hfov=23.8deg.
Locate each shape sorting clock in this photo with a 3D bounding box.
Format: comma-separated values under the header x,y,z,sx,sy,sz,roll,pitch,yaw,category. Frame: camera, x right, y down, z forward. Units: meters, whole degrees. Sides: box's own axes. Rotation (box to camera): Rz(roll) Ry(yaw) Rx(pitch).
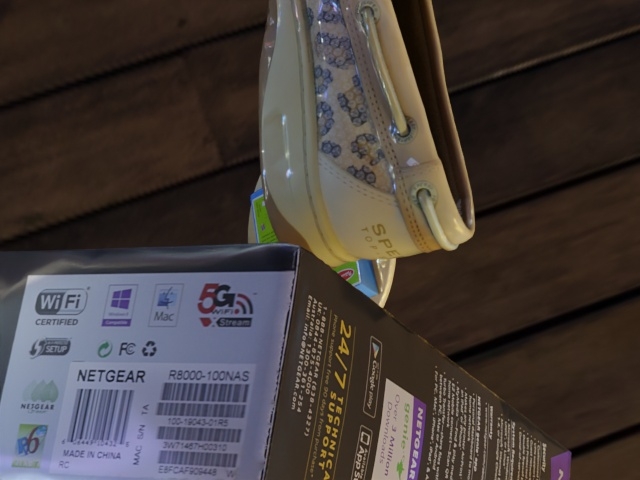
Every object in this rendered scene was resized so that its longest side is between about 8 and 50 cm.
x,y,z,sx,sy,sz,roll,pitch,yaw,category
0.000,0.000,1.384,0.040,0.206,0.206,4,77,-38,shape sorting clock

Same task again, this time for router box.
x,y,z,sx,sy,sz,roll,pitch,yaw,category
-0.090,0.081,0.578,0.308,0.243,0.081,-1,69,28,router box

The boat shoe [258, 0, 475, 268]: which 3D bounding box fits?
x,y,z,sx,sy,sz,roll,pitch,yaw,category
0.025,-0.130,0.712,0.089,0.104,0.285,-6,83,25,boat shoe
